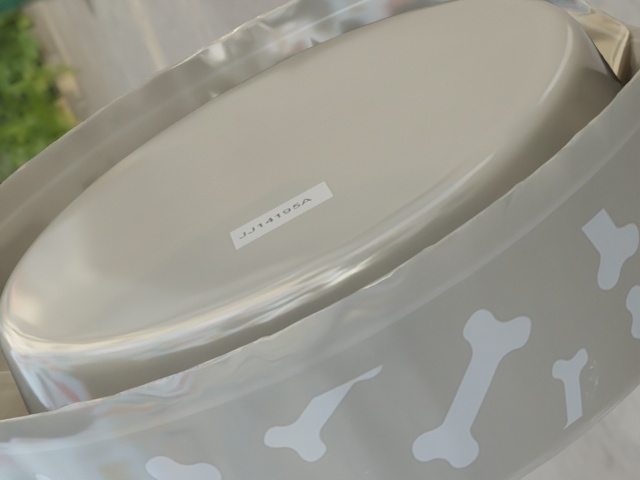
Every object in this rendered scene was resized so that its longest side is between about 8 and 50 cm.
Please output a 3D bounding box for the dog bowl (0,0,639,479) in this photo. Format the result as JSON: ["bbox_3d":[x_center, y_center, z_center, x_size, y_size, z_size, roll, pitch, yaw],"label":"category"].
[{"bbox_3d":[0.000,0.000,0.676,0.102,0.349,0.349,60,168,-21],"label":"dog bowl"}]
